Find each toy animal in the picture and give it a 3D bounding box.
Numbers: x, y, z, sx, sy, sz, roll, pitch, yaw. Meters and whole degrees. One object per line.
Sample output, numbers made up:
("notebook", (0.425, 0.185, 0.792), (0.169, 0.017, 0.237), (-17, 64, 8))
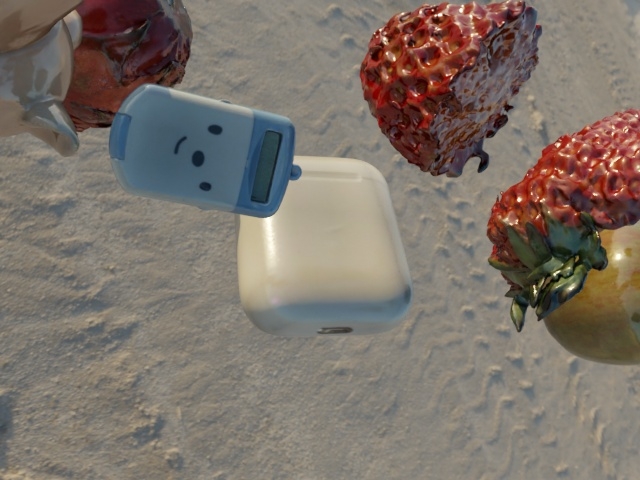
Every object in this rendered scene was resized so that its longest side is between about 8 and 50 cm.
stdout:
("toy animal", (-0.336, -0.245, 0.584), (0.269, 0.326, 0.237), (37, 30, -50))

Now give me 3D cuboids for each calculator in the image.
("calculator", (-0.119, -0.094, 0.629), (0.210, 0.039, 0.121), (11, 104, -20))

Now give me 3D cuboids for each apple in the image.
("apple", (0.521, 0.096, 1.038), (0.256, 0.233, 0.257), (13, 72, -44))

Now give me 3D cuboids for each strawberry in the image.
("strawberry", (0.145, -0.200, 0.706), (0.178, 0.234, 0.233), (39, 29, 25))
("strawberry", (0.245, -0.043, 0.547), (0.286, 0.188, 0.106), (-39, 77, -28))

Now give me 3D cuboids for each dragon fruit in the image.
("dragon fruit", (-0.364, -0.338, 0.965), (0.295, 0.301, 0.296), (-19, 90, -77))

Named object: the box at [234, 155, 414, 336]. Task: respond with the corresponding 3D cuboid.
("box", (0.000, 0.001, 0.992), (0.288, 0.141, 0.349), (0, 53, -12))
